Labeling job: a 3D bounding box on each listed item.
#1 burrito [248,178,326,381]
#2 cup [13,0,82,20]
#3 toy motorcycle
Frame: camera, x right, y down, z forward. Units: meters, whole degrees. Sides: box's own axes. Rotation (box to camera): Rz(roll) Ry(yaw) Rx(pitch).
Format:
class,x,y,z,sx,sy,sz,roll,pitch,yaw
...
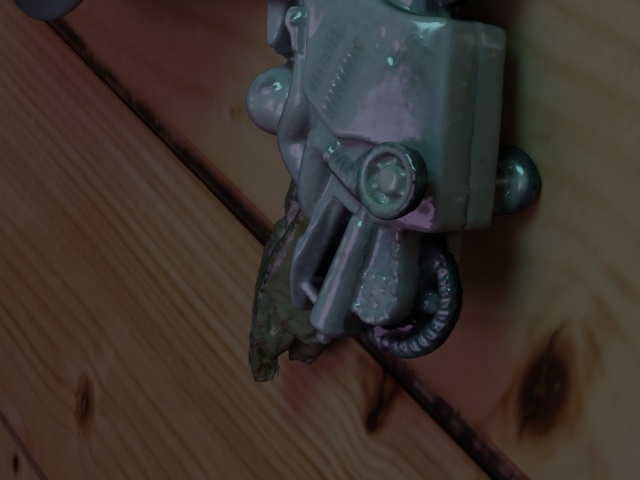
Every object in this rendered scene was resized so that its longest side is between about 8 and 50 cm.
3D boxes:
class,x,y,z,sx,sy,sz,roll,pitch,yaw
burrito,-0.002,-0.001,0.768,0.058,0.063,0.229,-92,17,-64
cup,-0.217,-0.325,0.746,0.347,0.163,0.347,-19,67,56
toy motorcycle,0.025,-0.072,0.658,0.171,0.110,0.260,13,101,43
